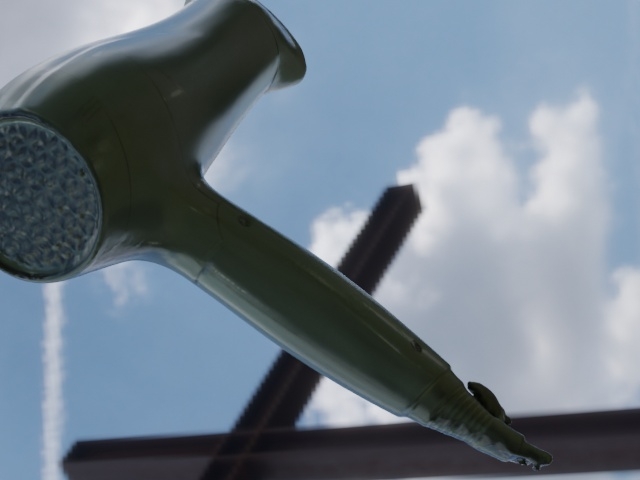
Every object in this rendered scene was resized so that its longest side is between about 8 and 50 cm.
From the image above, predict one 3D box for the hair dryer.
[{"bbox_3d":[0.000,0.000,0.595,0.237,0.075,0.206,40,-148,2],"label":"hair dryer"}]
